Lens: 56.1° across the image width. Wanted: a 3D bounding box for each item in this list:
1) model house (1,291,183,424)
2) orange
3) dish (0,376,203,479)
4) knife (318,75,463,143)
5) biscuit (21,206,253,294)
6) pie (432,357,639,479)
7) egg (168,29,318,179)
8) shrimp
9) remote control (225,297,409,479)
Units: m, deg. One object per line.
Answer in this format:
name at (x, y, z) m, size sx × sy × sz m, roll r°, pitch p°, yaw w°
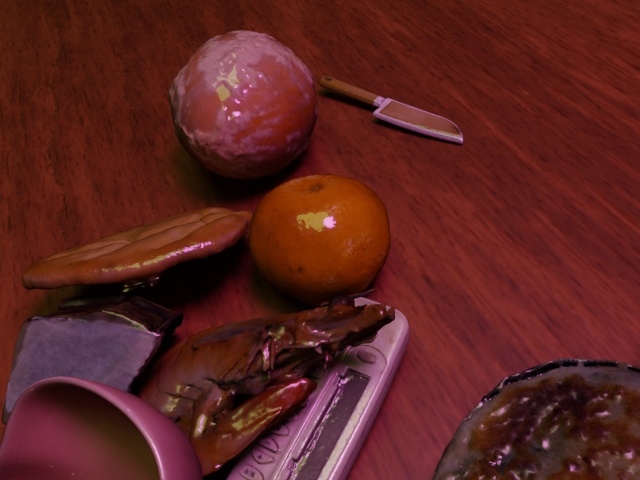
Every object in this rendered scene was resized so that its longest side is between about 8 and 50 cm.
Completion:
model house at (-0.216, 0.107, 0.615) m, size 0.165 × 0.106 × 0.152 m, roll -3°, pitch 9°, yaw 5°
orange at (0.000, 0.000, 0.649) m, size 0.155 × 0.134 × 0.154 m, roll -5°, pitch 23°, yaw 2°
dish at (-0.168, 0.213, 0.467) m, size 0.213 × 0.090 × 0.213 m, roll -7°, pitch 75°, yaw 28°
knife at (0.096, -0.188, 0.870) m, size 0.256 × 0.022 × 0.046 m, roll 28°, pitch 51°, yaw 27°
biscuit at (-0.199, 0.006, 0.673) m, size 0.260 × 0.041 × 0.203 m, roll -16°, pitch 19°, yaw -13°
pie at (0.193, 0.187, 0.440) m, size 0.240 × 0.054 × 0.240 m, roll -19°, pitch 34°, yaw 13°
egg at (-0.099, -0.173, 0.784) m, size 0.195 × 0.195 × 0.233 m, roll -5°, pitch 33°, yaw 7°
shrimp at (-0.065, 0.128, 0.524) m, size 0.287 × 0.063 × 0.152 m, roll -23°, pitch 35°, yaw 25°
remote control at (0.004, 0.156, 0.547) m, size 0.090 × 0.049 × 0.230 m, roll 18°, pitch 58°, yaw 27°
